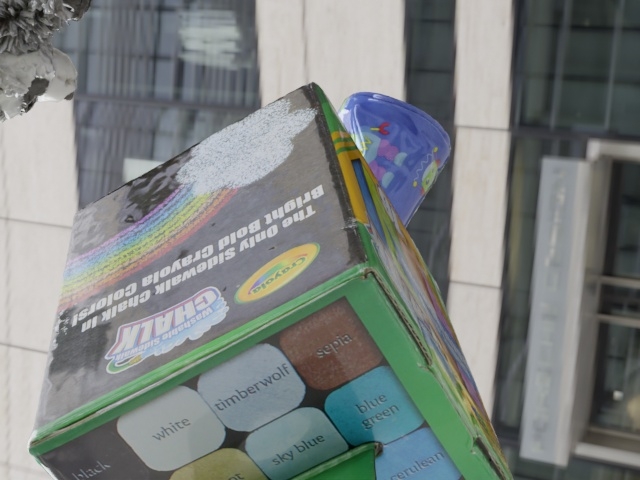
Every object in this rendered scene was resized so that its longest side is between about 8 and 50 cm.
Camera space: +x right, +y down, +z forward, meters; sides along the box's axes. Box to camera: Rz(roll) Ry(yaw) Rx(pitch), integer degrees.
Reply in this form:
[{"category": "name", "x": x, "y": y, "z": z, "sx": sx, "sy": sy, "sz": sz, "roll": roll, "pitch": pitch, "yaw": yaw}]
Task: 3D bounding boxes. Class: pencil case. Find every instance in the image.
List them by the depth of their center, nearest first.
[{"category": "pencil case", "x": 0.000, "y": 0.000, "z": 1.058, "sx": 0.306, "sy": 0.133, "sz": 0.119, "roll": -57, "pitch": -25, "yaw": -14}]

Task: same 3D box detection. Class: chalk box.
[{"category": "chalk box", "x": -0.022, "y": 0.079, "z": 0.581, "sx": 0.179, "sy": 0.180, "sz": 0.289, "roll": 57, "pitch": -169, "yaw": -29}]

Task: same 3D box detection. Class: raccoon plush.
[{"category": "raccoon plush", "x": -0.432, "y": -0.329, "z": 1.258, "sx": 0.446, "sy": 0.299, "sz": 0.216, "roll": 46, "pitch": -157, "yaw": -16}]
